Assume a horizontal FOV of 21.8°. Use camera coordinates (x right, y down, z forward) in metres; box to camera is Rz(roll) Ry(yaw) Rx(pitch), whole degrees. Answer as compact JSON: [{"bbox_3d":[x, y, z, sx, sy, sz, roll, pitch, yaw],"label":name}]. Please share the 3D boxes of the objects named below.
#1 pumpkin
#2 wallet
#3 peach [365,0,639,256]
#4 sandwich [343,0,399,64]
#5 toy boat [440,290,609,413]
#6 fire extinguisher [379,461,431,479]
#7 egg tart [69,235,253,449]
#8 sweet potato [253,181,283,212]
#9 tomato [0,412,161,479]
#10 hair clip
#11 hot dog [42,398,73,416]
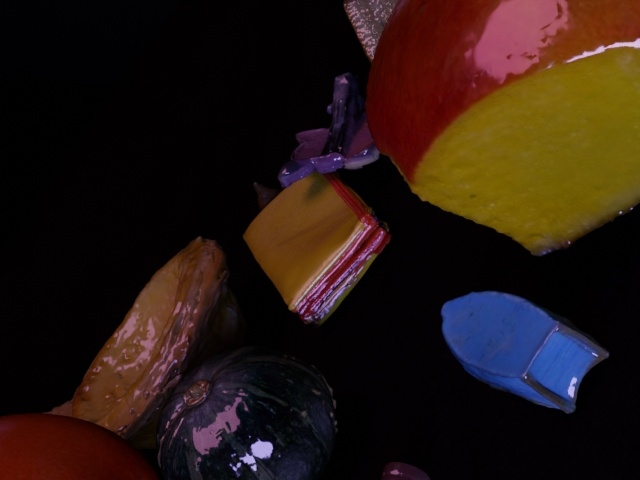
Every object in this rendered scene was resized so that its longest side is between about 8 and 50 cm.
[{"bbox_3d":[-0.070,0.184,1.575,0.190,0.146,0.190,-22,45,23],"label":"pumpkin"},{"bbox_3d":[0.000,0.000,1.848,0.141,0.067,0.241,-48,23,5],"label":"wallet"},{"bbox_3d":[0.189,-0.163,1.367,0.380,0.242,0.306,-35,33,48],"label":"peach"},{"bbox_3d":[0.092,-0.322,2.094,0.090,0.088,0.244,-36,27,37],"label":"sandwich"},{"bbox_3d":[0.157,0.087,1.320,0.075,0.077,0.185,-58,28,-7],"label":"toy boat"},{"bbox_3d":[0.048,0.256,1.330,0.064,0.043,0.158,9,58,22],"label":"fire extinguisher"},{"bbox_3d":[-0.178,0.143,1.959,0.315,0.120,0.315,-48,18,22],"label":"egg tart"},{"bbox_3d":[-0.052,-0.041,1.975,0.049,0.117,0.049,-14,57,22],"label":"sweet potato"},{"bbox_3d":[-0.280,0.322,1.565,0.321,0.321,0.321,-48,21,24],"label":"tomato"},{"bbox_3d":[0.029,-0.127,1.924,0.146,0.056,0.187,-16,33,16],"label":"hair clip"},{"bbox_3d":[-0.348,0.274,2.229,0.242,0.073,0.084,-29,36,49],"label":"hot dog"}]
